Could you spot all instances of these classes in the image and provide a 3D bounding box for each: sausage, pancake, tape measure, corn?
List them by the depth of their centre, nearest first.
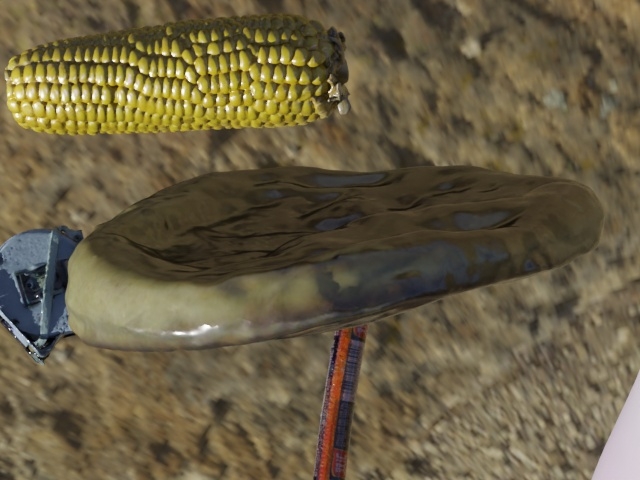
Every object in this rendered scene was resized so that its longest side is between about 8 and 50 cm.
[{"bbox_3d":[0.000,0.000,1.002,0.295,0.294,0.049,-4,104,12],"label":"pancake"},{"bbox_3d":[0.018,0.106,1.380,0.028,0.025,0.198,11,83,-23],"label":"sausage"},{"bbox_3d":[-0.205,0.038,1.397,0.091,0.054,0.094,-29,86,-11],"label":"tape measure"},{"bbox_3d":[-0.127,-0.147,1.669,0.305,0.106,0.106,-3,74,0],"label":"corn"}]

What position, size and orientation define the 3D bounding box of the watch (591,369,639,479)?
[{"bbox_3d":[0.169,0.074,0.409,0.231,0.244,0.196,27,112,19],"label":"watch"}]
